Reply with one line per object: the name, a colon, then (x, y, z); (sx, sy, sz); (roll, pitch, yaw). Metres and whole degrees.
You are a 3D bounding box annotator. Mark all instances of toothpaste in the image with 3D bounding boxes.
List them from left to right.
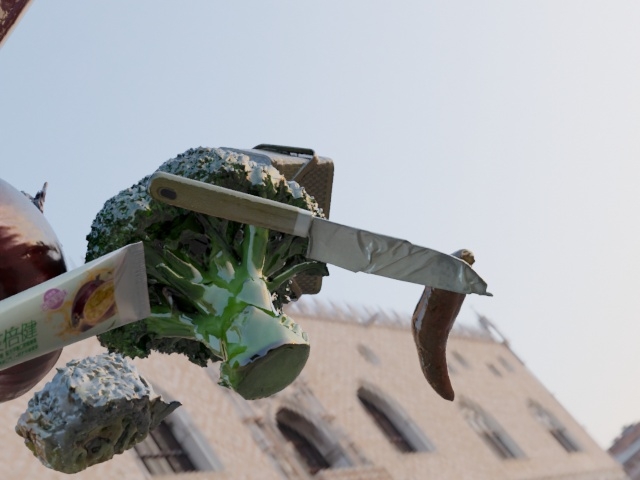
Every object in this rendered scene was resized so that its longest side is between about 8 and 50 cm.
toothpaste: (-0.277, 0.084, 0.815); (0.314, 0.056, 0.058); (-22, -10, -32)

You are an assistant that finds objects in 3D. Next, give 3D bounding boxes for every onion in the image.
onion: (-0.365, 0.035, 1.114); (0.285, 0.273, 0.273); (-35, -24, -46)

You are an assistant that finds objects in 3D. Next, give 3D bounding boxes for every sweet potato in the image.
sweet potato: (0.161, 0.106, 1.352); (0.058, 0.078, 0.255); (-41, -36, -48)

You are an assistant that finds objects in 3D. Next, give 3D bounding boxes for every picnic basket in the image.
picnic basket: (-0.089, -0.031, 1.717); (0.139, 0.165, 0.267); (-2, -78, -41)

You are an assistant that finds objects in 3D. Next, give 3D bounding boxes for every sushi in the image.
sushi: (-0.393, 0.300, 1.783); (0.274, 0.139, 0.184); (-11, -42, -52)

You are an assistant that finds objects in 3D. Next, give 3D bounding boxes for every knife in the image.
knife: (0.000, -0.001, 0.831); (0.017, 0.297, 0.047); (-75, -1, -64)

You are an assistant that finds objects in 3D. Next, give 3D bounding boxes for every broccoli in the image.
broccoli: (-0.108, 0.050, 1.116); (0.297, 0.297, 0.298); (-24, -37, -20)

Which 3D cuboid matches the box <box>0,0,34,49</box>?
box: (-0.465, -0.255, 1.115); (0.193, 0.294, 0.167); (54, -139, -31)
